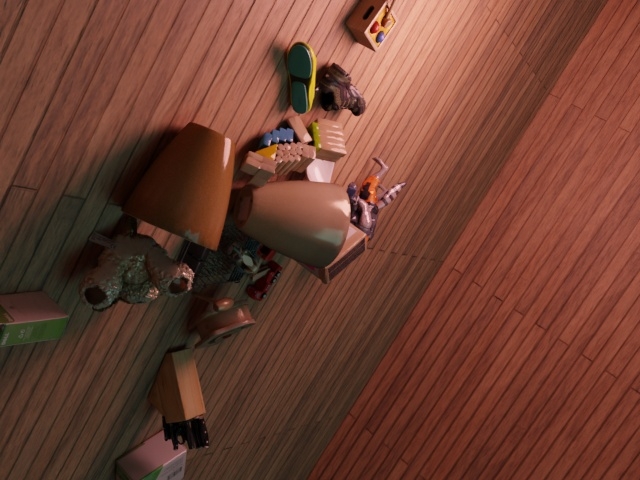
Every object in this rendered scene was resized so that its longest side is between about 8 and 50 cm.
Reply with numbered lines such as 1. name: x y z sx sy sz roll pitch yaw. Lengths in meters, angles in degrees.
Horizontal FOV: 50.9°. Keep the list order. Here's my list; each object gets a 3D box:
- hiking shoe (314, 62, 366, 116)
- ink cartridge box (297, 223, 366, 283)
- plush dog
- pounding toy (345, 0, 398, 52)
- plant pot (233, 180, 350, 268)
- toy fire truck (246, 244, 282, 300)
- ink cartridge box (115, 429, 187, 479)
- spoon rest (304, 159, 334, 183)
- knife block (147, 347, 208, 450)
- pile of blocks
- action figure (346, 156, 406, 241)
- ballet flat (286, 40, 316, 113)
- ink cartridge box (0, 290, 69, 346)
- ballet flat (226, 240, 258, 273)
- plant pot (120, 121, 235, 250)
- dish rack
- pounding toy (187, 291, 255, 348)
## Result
1. hiking shoe: 0.051 -0.416 1.948 0.114 0.086 0.227 -41 147 4
2. ink cartridge box: 0.000 0.000 2.157 0.193 0.235 0.088 -40 149 -27
3. plush dog: -0.455 0.081 1.647 0.263 0.210 0.225 -8 150 -18
4. pounding toy: 0.160 -0.613 1.850 0.141 0.100 0.130 -55 153 2
5. plant pot: -0.097 -0.068 1.916 0.274 0.256 0.256 12 114 -30
6. toy fire truck: -0.189 0.106 2.185 0.192 0.047 0.135 -56 152 7
7. ink cartridge box: -0.583 0.818 2.301 0.211 0.121 0.289 -26 142 -42
8. spoon rest: -0.011 -0.194 2.083 0.137 0.084 0.276 -28 144 -40
9. knife block: -0.412 0.506 2.081 0.088 0.242 0.275 -7 127 -56
10. pile of blocks: -0.092 -0.250 1.886 0.362 0.149 0.113 -20 169 -37
11. action figure: 0.161 -0.116 2.303 0.341 0.179 0.330 102 14 -69
12. ballet flat: -0.045 -0.440 1.775 0.231 0.077 0.077 93 21 -51
13. ink cartridge box: -0.665 0.169 1.444 0.209 0.109 0.062 -1 122 -57
14. ballet flat: -0.213 0.063 1.931 0.070 0.070 0.188 -51 155 -5
15. plant pot: -0.303 -0.137 1.570 0.237 0.237 0.254 26 86 -62
16. dish rack: -0.283 0.037 1.940 0.271 0.074 0.208 -4 126 -58
17. pounding toy: -0.301 0.215 2.032 0.154 0.154 0.269 -13 165 -37
